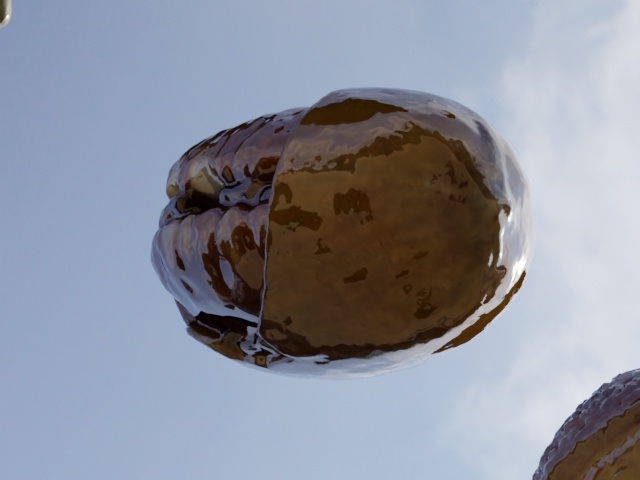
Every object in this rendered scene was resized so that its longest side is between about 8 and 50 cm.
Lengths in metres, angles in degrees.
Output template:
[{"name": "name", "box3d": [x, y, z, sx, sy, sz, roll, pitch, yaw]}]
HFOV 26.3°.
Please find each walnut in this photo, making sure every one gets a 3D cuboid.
[{"name": "walnut", "box3d": [0.000, 0.000, 0.514, 0.116, 0.207, 0.115, 3, -97, -27]}]

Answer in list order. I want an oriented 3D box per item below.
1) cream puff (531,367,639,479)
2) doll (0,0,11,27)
[{"name": "cream puff", "box3d": [0.287, 0.222, 0.963, 0.303, 0.212, 0.303, 4, -82, 32]}, {"name": "doll", "box3d": [-0.215, -0.242, 0.951, 0.256, 0.152, 0.196, -27, -97, -6]}]
